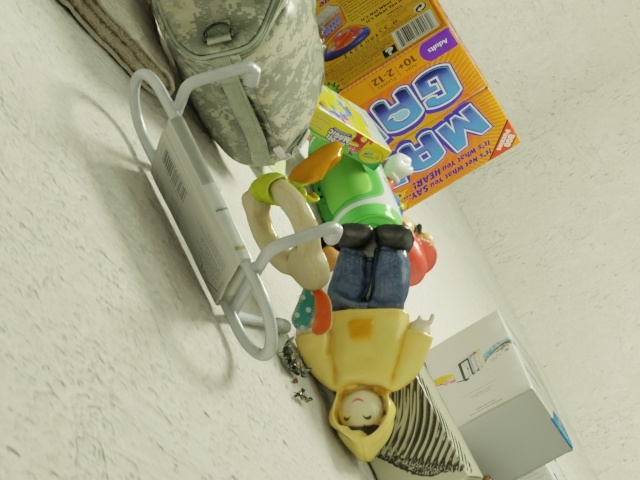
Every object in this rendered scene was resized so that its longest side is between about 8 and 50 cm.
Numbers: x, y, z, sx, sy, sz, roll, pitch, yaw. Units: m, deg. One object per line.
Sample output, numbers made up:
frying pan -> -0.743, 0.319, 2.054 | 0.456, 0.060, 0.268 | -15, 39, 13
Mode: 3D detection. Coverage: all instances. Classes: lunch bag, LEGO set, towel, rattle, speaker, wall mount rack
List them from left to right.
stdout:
towel -> -0.279, -0.318, 1.421 | 0.282, 0.049, 0.187 | 47, 17, -46
wall mount rack -> -0.097, -0.024, 1.277 | 0.350, 0.130, 0.304 | 63, -26, 16
lunch bag -> -0.107, -0.269, 1.541 | 0.305, 0.212, 0.256 | 69, 16, -63
LEGO set -> -0.032, 0.151, 1.340 | 0.054, 0.023, 0.083 | 48, 29, -35
rattle -> 0.000, 0.000, 1.404 | 0.142, 0.130, 0.200 | -26, 82, -47
speaker -> 0.057, -0.091, 2.039 | 0.131, 0.131, 0.296 | 50, 15, -37

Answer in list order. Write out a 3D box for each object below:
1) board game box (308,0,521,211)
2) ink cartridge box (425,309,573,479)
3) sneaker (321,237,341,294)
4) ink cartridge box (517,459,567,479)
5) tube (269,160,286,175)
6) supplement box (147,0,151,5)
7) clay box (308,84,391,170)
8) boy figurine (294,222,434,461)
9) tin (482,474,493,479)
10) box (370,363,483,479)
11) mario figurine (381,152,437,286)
board game box -> 0.149, -0.331, 2.460 | 0.356, 0.356, 0.356 | 48, 16, -40
ink cartridge box -> 0.308, 0.280, 2.038 | 0.171, 0.168, 0.233 | 53, 13, -29
sneaker -> 0.052, 0.029, 1.767 | 0.123, 0.106, 0.290 | 61, 13, 0
ink cartridge box -> 0.436, 0.501, 2.200 | 0.219, 0.092, 0.160 | 61, 12, 13
tube -> -0.084, -0.168, 1.841 | 0.240, 0.070, 0.062 | -86, 179, -67
supplement box -> -0.246, -0.408, 1.700 | 0.104, 0.080, 0.188 | 61, 11, 9
clay box -> 0.012, -0.212, 1.948 | 0.222, 0.053, 0.127 | 25, 26, -39
boy figurine -> 0.048, 0.124, 1.413 | 0.092, 0.177, 0.285 | 76, 20, -69
tin -> 0.296, 0.463, 1.862 | 0.106, 0.040, 0.190 | 44, 18, -37
box -> 0.093, 0.208, 1.482 | 0.275, 0.113, 0.094 | 62, 12, 21
mario figurine -> 0.143, -0.034, 2.163 | 0.198, 0.170, 0.320 | 51, 12, -41
